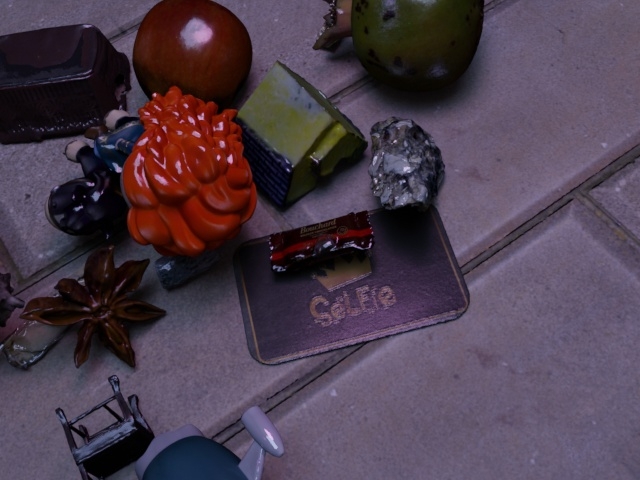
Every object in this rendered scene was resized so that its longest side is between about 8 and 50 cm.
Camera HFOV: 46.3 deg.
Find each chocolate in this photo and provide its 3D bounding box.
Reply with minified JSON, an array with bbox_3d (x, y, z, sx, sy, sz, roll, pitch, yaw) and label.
[{"bbox_3d":[0.000,0.000,1.254,0.182,0.028,0.086,-14,55,13],"label":"chocolate"}]

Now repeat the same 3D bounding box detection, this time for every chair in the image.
[{"bbox_3d":[-0.292,0.332,1.088,0.113,0.106,0.229,-28,62,-8],"label":"chair"}]

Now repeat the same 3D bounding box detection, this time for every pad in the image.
[{"bbox_3d":[0.050,0.076,1.224,0.375,0.063,0.315,-15,59,-2],"label":"pad"}]

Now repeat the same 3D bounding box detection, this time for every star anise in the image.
[{"bbox_3d":[-0.352,0.101,1.203,0.196,0.212,0.111,-60,25,2],"label":"star anise"}]

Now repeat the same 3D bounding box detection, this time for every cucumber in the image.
[{"bbox_3d":[-0.230,0.037,1.283,0.112,0.064,0.064,-33,61,-11],"label":"cucumber"}]

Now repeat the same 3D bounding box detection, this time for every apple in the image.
[{"bbox_3d":[-0.244,-0.343,1.426,0.230,0.230,0.230,-3,59,5],"label":"apple"}]

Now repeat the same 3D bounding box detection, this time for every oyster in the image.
[{"bbox_3d":[0.143,-0.139,1.306,0.199,0.087,0.252,38,39,15],"label":"oyster"}]

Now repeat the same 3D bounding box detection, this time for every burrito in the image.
[{"bbox_3d":[-0.443,0.118,1.261,0.063,0.058,0.229,29,64,27],"label":"burrito"},{"bbox_3d":[0.037,-0.455,1.553,0.055,0.041,0.149,27,62,6],"label":"burrito"}]

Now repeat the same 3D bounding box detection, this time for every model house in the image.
[{"bbox_3d":[-0.054,-0.171,1.362,0.211,0.170,0.194,-48,69,11],"label":"model house"}]

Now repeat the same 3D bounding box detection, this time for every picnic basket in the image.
[{"bbox_3d":[-0.541,-0.321,1.490,0.296,0.129,0.222,-7,60,3],"label":"picnic basket"}]

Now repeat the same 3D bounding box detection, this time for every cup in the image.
[{"bbox_3d":[-0.169,0.351,1.031,0.300,0.167,0.173,-52,55,6],"label":"cup"}]

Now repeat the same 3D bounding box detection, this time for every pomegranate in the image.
[{"bbox_3d":[0.144,-0.433,1.384,0.323,0.291,0.291,18,62,4],"label":"pomegranate"}]

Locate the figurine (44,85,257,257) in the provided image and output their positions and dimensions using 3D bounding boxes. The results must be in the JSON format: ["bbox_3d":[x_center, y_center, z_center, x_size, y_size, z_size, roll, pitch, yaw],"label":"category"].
[{"bbox_3d":[-0.290,-0.112,1.259,0.411,0.241,0.306,3,35,29],"label":"figurine"}]

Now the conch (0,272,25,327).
[{"bbox_3d":[-0.563,0.063,1.107,0.240,0.313,0.186,7,33,-14],"label":"conch"}]
